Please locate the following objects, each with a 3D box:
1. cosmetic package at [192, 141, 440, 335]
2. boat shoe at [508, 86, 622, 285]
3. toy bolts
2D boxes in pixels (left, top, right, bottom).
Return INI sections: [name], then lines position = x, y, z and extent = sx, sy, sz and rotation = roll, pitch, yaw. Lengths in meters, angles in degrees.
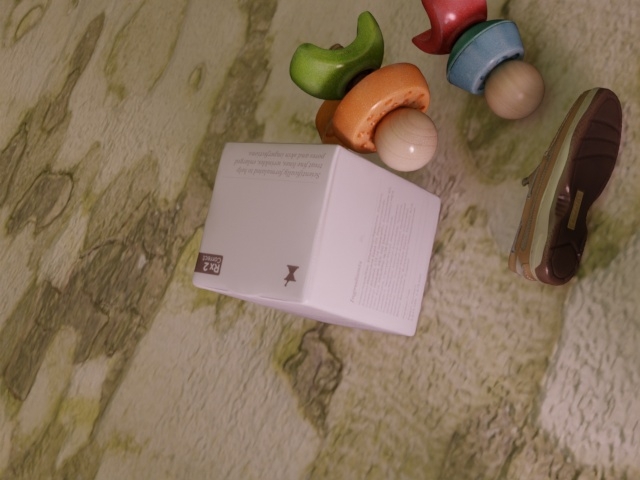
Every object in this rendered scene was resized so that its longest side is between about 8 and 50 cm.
[cosmetic package]
position = 0.000, 0.000, 0.937
extent = 0.151, 0.184, 0.151
rotation = 6, 80, 40
[boat shoe]
position = 0.219, -0.055, 0.874
extent = 0.072, 0.068, 0.189
rotation = 15, 81, 54
[toy bolts]
position = 0.110, -0.141, 0.961
extent = 0.229, 0.218, 0.158
rotation = -32, 68, -10
